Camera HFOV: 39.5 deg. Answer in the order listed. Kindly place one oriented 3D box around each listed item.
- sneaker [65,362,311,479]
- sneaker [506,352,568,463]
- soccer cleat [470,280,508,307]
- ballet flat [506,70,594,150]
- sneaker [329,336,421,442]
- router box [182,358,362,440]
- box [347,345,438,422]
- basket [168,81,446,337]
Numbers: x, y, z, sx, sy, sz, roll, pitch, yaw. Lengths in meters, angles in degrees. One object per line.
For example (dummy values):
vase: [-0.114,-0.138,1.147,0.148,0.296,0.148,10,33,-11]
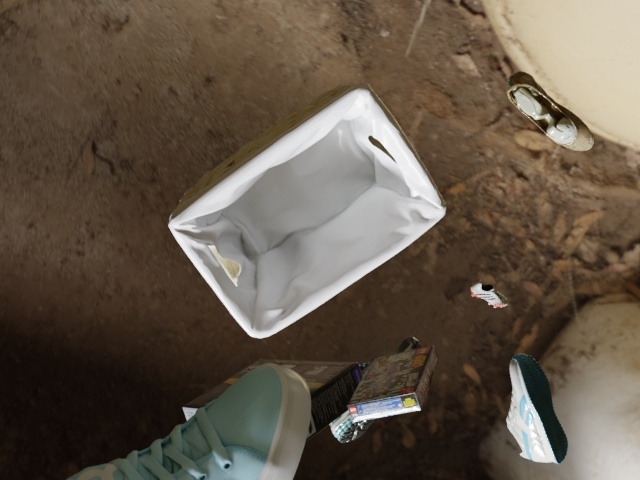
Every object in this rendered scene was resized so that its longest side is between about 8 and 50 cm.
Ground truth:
sneaker: [-0.161,0.247,0.811,0.366,0.135,0.150,-51,128,-3]
sneaker: [0.408,0.334,1.757,0.087,0.092,0.229,-25,99,-46]
soccer cleat: [0.304,0.095,1.582,0.083,0.029,0.036,23,132,-20]
ballet flat: [0.426,-0.232,1.680,0.206,0.067,0.073,40,132,1]
sneaker: [0.101,0.305,1.958,0.283,0.122,0.110,-49,151,8]
router box: [-0.096,0.335,1.858,0.243,0.308,0.081,-27,106,-44]
box: [0.098,0.187,1.171,0.093,0.137,0.027,-15,104,21]
basket: [-0.013,-0.028,0.647,0.167,0.103,0.113,-35,108,2]
